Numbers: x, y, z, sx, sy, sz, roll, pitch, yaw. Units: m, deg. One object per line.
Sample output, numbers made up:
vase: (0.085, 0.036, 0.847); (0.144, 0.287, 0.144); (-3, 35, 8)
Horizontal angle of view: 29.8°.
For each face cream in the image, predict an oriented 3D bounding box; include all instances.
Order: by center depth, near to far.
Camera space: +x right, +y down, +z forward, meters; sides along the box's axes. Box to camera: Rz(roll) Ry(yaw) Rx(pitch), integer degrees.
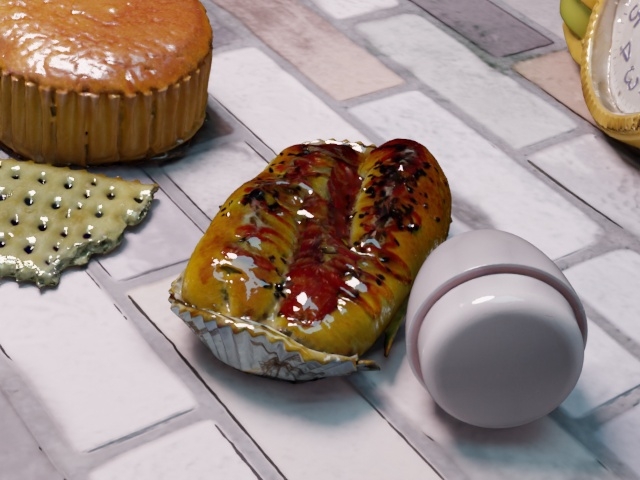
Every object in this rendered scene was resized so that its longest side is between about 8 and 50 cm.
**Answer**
face cream: (0.113, 0.056, 0.786); (0.117, 0.117, 0.104); (5, 29, -6)

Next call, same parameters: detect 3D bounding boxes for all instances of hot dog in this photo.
hot dog: (0.000, 0.000, 0.866); (0.163, 0.081, 0.270); (18, 39, 14)

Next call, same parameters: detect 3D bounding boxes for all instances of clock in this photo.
clock: (0.348, -0.208, 1.087); (0.200, 0.244, 0.317); (16, 38, -16)

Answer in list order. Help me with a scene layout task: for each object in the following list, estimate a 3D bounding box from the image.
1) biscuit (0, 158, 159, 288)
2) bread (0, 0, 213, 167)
biscuit: (-0.238, -0.020, 0.894); (0.203, 0.016, 0.144); (12, 37, 5)
bread: (-0.186, -0.152, 0.993); (0.199, 0.104, 0.199); (6, 45, -6)
